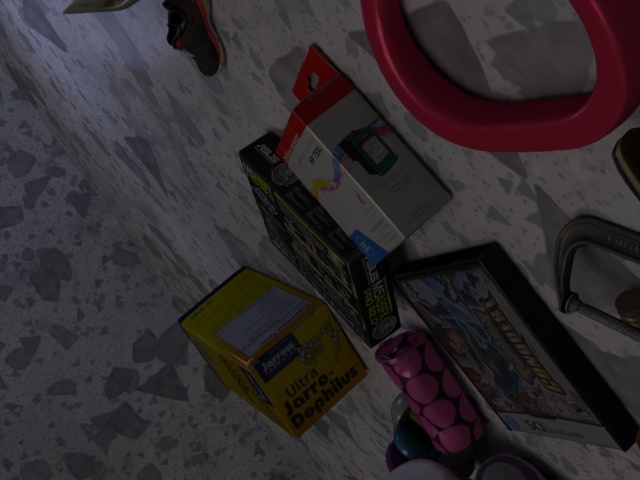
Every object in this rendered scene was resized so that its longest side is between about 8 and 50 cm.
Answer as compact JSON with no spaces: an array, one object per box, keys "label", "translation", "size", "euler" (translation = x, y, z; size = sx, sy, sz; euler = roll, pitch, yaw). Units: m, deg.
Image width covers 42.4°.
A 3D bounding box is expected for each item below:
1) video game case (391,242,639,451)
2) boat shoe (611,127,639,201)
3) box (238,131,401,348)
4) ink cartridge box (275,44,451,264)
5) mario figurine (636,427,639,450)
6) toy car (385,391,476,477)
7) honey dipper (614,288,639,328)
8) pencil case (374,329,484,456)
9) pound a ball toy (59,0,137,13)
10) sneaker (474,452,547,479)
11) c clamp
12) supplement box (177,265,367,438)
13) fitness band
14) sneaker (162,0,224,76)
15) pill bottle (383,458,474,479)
[{"label":"video game case","translation":[0.222,0.131,1.003],"size":[0.274,0.035,0.248],"euler":[51,162,-6]},{"label":"boat shoe","translation":[0.260,-0.014,0.595],"size":[0.152,0.056,0.049],"euler":[49,157,0]},{"label":"box","translation":[0.000,0.000,1.172],"size":[0.270,0.060,0.216],"euler":[45,162,36]},{"label":"ink cartridge box","translation":[0.028,-0.094,0.940],"size":[0.231,0.078,0.134],"euler":[49,162,4]},{"label":"mario figurine","translation":[0.423,0.225,0.654],"size":[0.198,0.170,0.320],"euler":[18,-170,-28]},{"label":"toy car","translation":[0.171,0.357,1.406],"size":[0.159,0.136,0.182],"euler":[40,159,29]},{"label":"honey dipper","translation":[0.311,0.111,0.767],"size":[0.030,0.030,0.160],"euler":[22,150,54]},{"label":"pencil case","translation":[0.162,0.229,1.256],"size":[0.209,0.095,0.098],"euler":[59,165,-21]},{"label":"pound a ball toy","translation":[-0.220,-0.383,0.917],"size":[0.319,0.136,0.208],"euler":[10,112,63]},{"label":"sneaker","translation":[0.364,0.420,1.176],"size":[0.305,0.114,0.152],"euler":[36,172,46]},{"label":"c clamp","translation":[0.258,0.057,0.707],"size":[0.161,0.022,0.137],"euler":[36,130,45]},{"label":"supplement box","translation":[-0.106,0.214,1.677],"size":[0.357,0.194,0.195],"euler":[18,144,58]},{"label":"fitness band","translation":[0.124,-0.162,0.633],"size":[0.209,0.054,0.291],"euler":[54,163,-21]},{"label":"sneaker","translation":[-0.175,-0.269,1.085],"size":[0.061,0.065,0.158],"euler":[40,159,28]},{"label":"pill bottle","translation":[0.242,0.483,1.329],"size":[0.319,0.176,0.176],"euler":[34,173,-33]}]
